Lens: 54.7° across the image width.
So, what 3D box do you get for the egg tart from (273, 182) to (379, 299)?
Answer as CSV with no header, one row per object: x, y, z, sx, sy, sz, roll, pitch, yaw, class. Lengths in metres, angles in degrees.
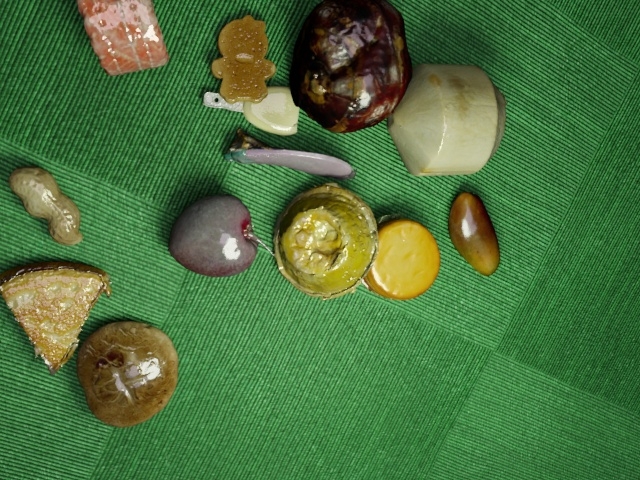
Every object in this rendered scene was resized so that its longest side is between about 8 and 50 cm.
0.000,0.000,1.622,0.315,0.120,0.315,-1,88,19,egg tart

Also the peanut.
-0.659,-0.085,1.508,0.104,0.085,0.228,-35,110,3,peanut

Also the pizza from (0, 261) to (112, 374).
-0.643,0.170,1.571,0.251,0.074,0.287,-23,108,-10,pizza

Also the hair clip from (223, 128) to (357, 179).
-0.070,-0.216,1.634,0.359,0.095,0.110,14,128,-10,hair clip

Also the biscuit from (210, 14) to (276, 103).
-0.196,-0.458,1.568,0.166,0.036,0.225,-4,88,-8,biscuit

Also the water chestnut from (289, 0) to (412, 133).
0.101,-0.443,1.544,0.347,0.335,0.335,-14,106,-31,water chestnut

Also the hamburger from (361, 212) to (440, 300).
0.207,0.049,1.736,0.246,0.170,0.246,0,89,-19,hamburger

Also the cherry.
-0.262,-0.011,1.582,0.266,0.183,0.213,-10,90,0,cherry

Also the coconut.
0.316,-0.310,1.631,0.323,0.323,0.323,-3,102,-15,coconut

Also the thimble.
-0.454,-0.503,1.401,0.162,0.239,0.239,-18,106,-8,thimble

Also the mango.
0.448,-0.017,1.819,0.133,0.111,0.267,-32,107,-24,mango

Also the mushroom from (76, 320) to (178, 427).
-0.505,0.344,1.609,0.278,0.146,0.278,-1,97,-10,mushroom

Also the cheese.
-0.177,-0.348,1.606,0.251,0.054,0.127,5,96,-16,cheese
